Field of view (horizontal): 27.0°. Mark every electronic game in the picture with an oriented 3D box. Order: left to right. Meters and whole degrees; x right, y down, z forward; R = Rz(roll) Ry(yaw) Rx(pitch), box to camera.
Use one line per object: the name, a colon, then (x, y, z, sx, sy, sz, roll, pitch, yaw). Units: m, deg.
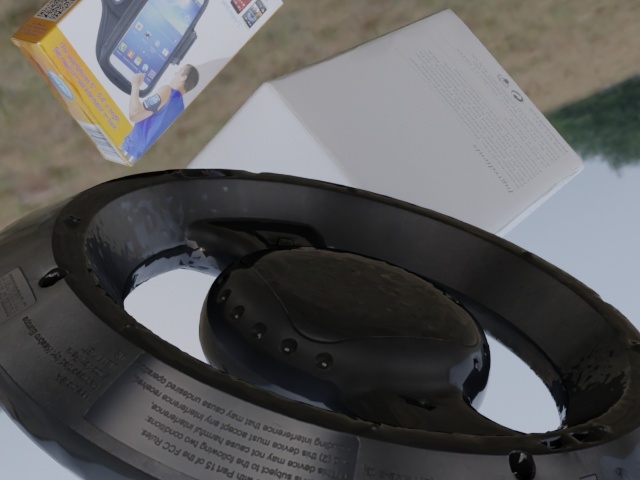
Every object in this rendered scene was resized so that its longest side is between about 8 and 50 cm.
electronic game: (0.007, 0.034, 0.412, 0.229, 0.048, 0.229, 13, -160, -5)

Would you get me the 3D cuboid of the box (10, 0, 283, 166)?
box: (-0.075, -0.111, 0.642, 0.028, 0.081, 0.136, 21, -117, 46)

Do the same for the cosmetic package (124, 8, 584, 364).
cosmetic package: (0.000, 0.000, 0.785, 0.224, 0.138, 0.225, -43, 175, 34)
